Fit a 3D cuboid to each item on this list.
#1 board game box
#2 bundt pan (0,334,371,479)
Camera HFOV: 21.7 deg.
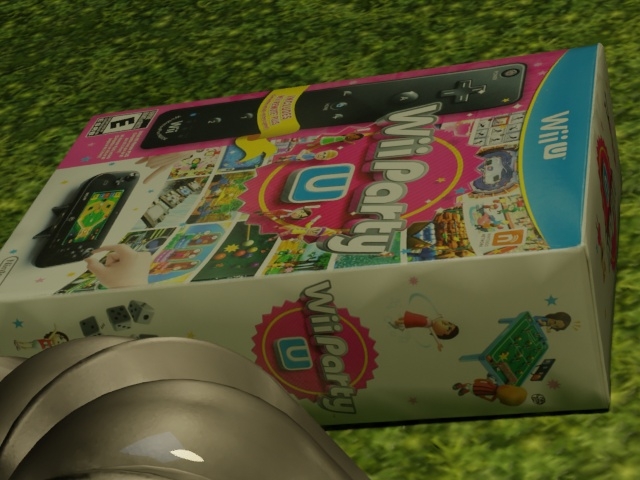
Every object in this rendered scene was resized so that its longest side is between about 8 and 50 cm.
[{"bbox_3d":[0.000,0.000,0.877,0.303,0.097,0.224,-5,29,14],"label":"board game box"},{"bbox_3d":[-0.122,0.146,0.522,0.331,0.124,0.331,-28,20,12],"label":"bundt pan"}]
